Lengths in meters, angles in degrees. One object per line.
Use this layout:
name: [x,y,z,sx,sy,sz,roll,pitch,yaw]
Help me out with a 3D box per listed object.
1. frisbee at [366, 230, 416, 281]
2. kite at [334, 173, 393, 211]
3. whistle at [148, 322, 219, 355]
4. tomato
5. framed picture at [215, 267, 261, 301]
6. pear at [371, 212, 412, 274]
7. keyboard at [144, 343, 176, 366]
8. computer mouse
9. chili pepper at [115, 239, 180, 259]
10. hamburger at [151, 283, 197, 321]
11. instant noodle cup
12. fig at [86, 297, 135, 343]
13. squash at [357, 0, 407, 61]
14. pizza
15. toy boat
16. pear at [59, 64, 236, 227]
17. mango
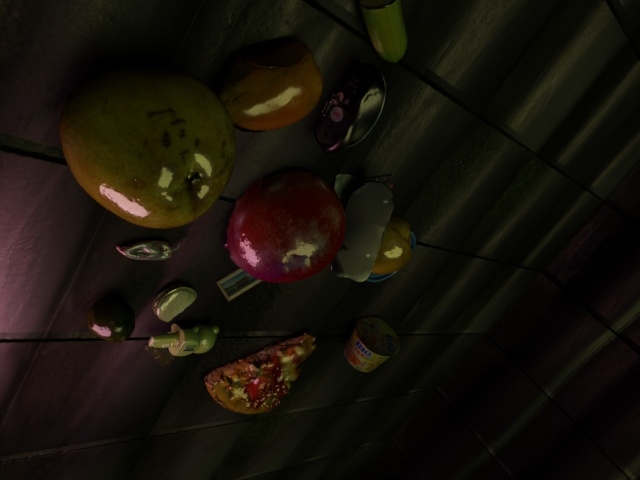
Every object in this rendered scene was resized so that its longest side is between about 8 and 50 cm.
frisbee: [0.240,0.050,1.838,0.242,0.045,0.242,-24,142,-20]
kite: [0.134,-0.144,1.534,0.245,0.015,0.141,-16,115,-35]
whistle: [-0.397,0.290,1.496,0.228,0.085,0.105,9,122,-48]
tomato: [-0.082,-0.018,1.332,0.335,0.176,0.289,-15,123,-15]
framed picture: [-0.229,0.114,1.521,0.149,0.011,0.109,-32,143,-11]
pear: [0.191,0.009,1.628,0.209,0.209,0.208,-24,141,-21]
keyboard: [-0.479,0.336,1.532,0.049,0.015,0.129,-35,144,-15]
computer mouse: [0.079,-0.311,1.239,0.096,0.137,0.233,15,116,-45]
chili pepper: [-0.414,0.023,1.238,0.153,0.041,0.050,1,85,-42]
hamburger: [-0.401,0.159,1.385,0.121,0.054,0.084,-33,139,-14]
instant noodle cup: [0.198,0.431,2.097,0.205,0.205,0.153,-3,141,-39]
fig: [-0.520,0.212,1.297,0.117,0.117,0.177,-27,159,-17]
squash: [0.148,-0.485,1.165,0.095,0.095,0.188,-38,149,-3]
pizza: [-0.177,0.487,1.864,0.406,0.130,0.440,-40,144,3]
toy boat: [0.116,-0.034,1.503,0.134,0.092,0.298,18,96,-7]
pear: [-0.304,-0.162,0.934,0.304,0.304,0.303,-24,141,-21]
mango: [-0.107,-0.308,1.082,0.236,0.136,0.166,-19,143,-18]
